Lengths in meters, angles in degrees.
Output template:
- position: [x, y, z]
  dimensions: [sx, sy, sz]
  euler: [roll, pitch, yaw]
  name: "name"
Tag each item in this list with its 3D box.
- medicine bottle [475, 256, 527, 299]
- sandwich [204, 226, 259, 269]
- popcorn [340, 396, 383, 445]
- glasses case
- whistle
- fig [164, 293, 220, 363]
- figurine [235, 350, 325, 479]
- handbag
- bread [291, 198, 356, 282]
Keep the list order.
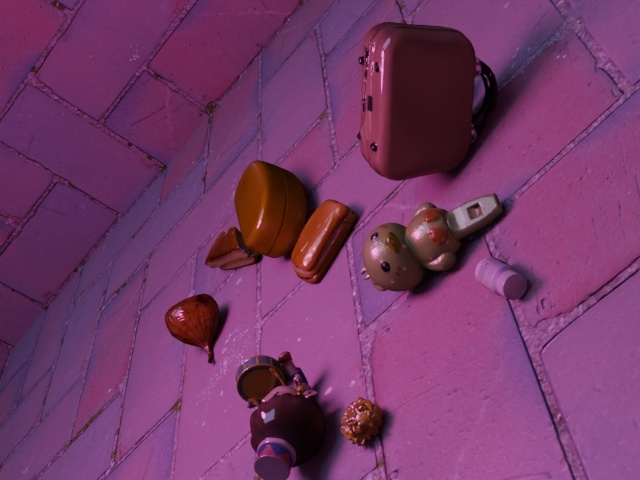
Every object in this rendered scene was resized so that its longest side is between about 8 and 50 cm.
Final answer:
- position: [0.291, 0.061, 1.388]
  dimensions: [0.052, 0.052, 0.089]
  euler: [-55, 24, 3]
  name: "medicine bottle"
- position: [-0.238, 0.024, 2.385]
  dimensions: [0.244, 0.090, 0.088]
  euler: [-19, 48, 58]
  name: "sandwich"
- position: [0.070, 0.314, 1.485]
  dimensions: [0.082, 0.057, 0.083]
  euler: [-33, 36, 44]
  name: "popcorn"
- position: [-0.125, -0.093, 2.257]
  dimensions: [0.173, 0.141, 0.371]
  euler: [-64, 21, 19]
  name: "glasses case"
- position: [0.185, -0.004, 1.571]
  dimensions: [0.294, 0.141, 0.141]
  euler: [-39, 29, 34]
  name: "whistle"
- position: [-0.309, 0.240, 2.260]
  dimensions: [0.146, 0.134, 0.201]
  euler: [-34, 66, -11]
  name: "fig"
- position: [-0.076, 0.331, 1.612]
  dimensions: [0.161, 0.158, 0.275]
  euler: [-60, 22, 15]
  name: "figurine"
- position: [0.219, -0.281, 1.715]
  dimensions: [0.149, 0.283, 0.302]
  euler: [-128, 35, -66]
  name: "handbag"
- position: [0.000, 0.000, 1.996]
  dimensions: [0.200, 0.077, 0.116]
  euler: [-59, 32, -4]
  name: "bread"
